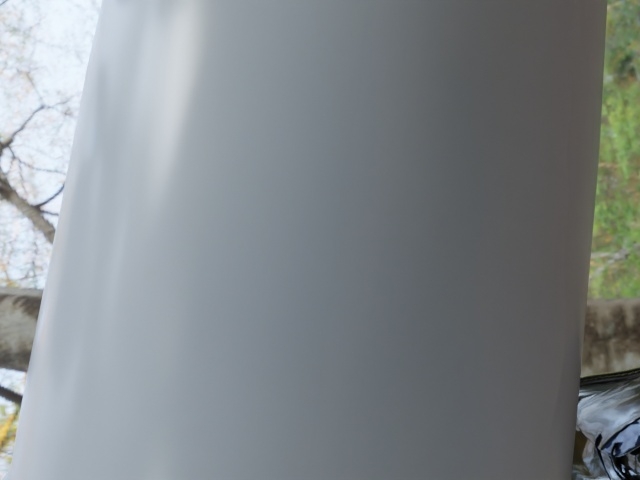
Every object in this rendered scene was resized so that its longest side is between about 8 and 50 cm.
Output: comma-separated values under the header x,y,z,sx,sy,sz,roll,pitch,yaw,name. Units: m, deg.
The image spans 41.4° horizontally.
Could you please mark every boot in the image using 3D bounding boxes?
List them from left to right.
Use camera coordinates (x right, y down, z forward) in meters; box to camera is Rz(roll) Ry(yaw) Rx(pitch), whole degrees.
x,y,z,sx,sy,sz,roll,pitch,yaw,name
0.197,0.142,0.583,0.082,0.219,0.106,56,-157,2,boot

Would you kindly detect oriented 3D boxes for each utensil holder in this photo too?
x,y,z,sx,sy,sz,roll,pitch,yaw,name
0.000,0.000,0.519,0.328,0.328,0.385,17,-103,-53,utensil holder
